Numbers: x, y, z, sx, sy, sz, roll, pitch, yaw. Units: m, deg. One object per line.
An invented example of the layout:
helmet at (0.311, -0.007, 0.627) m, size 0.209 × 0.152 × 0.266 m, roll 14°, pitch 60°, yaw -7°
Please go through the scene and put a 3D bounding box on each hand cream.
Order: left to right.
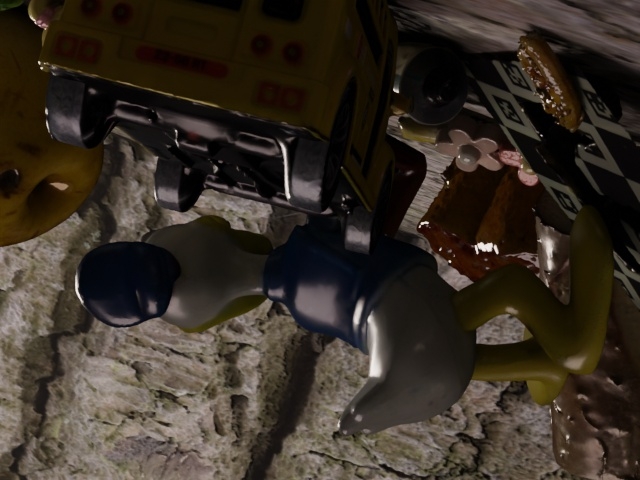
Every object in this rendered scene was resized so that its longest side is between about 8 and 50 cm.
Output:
hand cream at (0.020, -0.114, 1.009) m, size 0.075 × 0.052 × 0.248 m, roll 21°, pitch 178°, yaw -32°

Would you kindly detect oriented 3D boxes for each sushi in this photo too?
sushi at (0.209, -0.022, 0.921) m, size 0.279 × 0.043 × 0.192 m, roll 49°, pitch 171°, yaw -16°

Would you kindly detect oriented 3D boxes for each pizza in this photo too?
pizza at (0.127, -0.087, 0.815) m, size 0.037 × 0.016 × 0.083 m, roll 48°, pitch 176°, yaw 45°

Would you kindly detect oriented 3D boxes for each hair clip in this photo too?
hair clip at (0.150, -0.067, 1.071) m, size 0.214 × 0.056 × 0.062 m, roll 19°, pitch 146°, yaw 32°

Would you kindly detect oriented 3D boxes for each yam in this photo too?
yam at (0.231, 0.074, 1.108) m, size 0.129 × 0.238 × 0.128 m, roll 5°, pitch -156°, yaw 24°

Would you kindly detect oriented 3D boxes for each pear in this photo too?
pear at (-0.364, -0.119, 1.525) m, size 0.281 × 0.280 × 0.281 m, roll 19°, pitch 178°, yaw 1°

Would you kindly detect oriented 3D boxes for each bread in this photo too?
bread at (0.200, 0.002, 1.274) m, size 0.232 × 0.135 × 0.247 m, roll 20°, pitch 178°, yaw -16°

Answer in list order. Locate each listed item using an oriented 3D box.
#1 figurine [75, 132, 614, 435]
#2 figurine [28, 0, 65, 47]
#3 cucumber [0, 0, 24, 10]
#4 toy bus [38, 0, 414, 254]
figurine at (0.000, 0.000, 1.014) m, size 0.338 × 0.283 × 0.204 m, roll -2°, pitch 141°, yaw -7°
figurine at (-0.169, -0.172, 1.274) m, size 0.187 × 0.083 × 0.083 m, roll 5°, pitch -172°, yaw -38°
cucumber at (-0.357, -0.243, 1.348) m, size 0.168 × 0.039 × 0.039 m, roll 18°, pitch 179°, yaw -11°
toy bus at (-0.029, -0.088, 0.789) m, size 0.145 × 0.151 × 0.331 m, roll 13°, pitch 176°, yaw 8°
